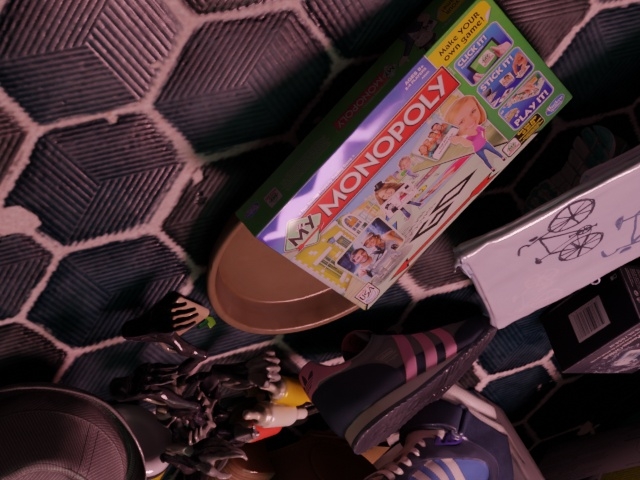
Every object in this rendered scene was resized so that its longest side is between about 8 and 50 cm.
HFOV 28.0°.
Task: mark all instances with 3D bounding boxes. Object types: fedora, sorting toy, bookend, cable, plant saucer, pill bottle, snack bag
[{"bbox_3d":[-0.320,0.282,1.387,0.275,0.124,0.243,-34,117,18],"label":"fedora"},{"bbox_3d":[-0.155,0.091,1.435,0.062,0.012,0.083,-38,145,17],"label":"sorting toy"},{"bbox_3d":[0.498,0.235,2.036,0.156,0.072,0.157,-37,146,13],"label":"bookend"},{"bbox_3d":[-0.005,0.218,1.652,0.287,0.072,0.139,5,132,-40],"label":"cable"},{"bbox_3d":[0.000,0.000,1.406,0.278,0.041,0.278,-19,144,-14],"label":"plant saucer"},{"bbox_3d":[-0.253,0.287,1.536,0.103,0.103,0.184,1,136,-36],"label":"pill bottle"},{"bbox_3d":[0.325,-0.016,1.518,0.343,0.037,0.323,-29,157,5],"label":"snack bag"}]

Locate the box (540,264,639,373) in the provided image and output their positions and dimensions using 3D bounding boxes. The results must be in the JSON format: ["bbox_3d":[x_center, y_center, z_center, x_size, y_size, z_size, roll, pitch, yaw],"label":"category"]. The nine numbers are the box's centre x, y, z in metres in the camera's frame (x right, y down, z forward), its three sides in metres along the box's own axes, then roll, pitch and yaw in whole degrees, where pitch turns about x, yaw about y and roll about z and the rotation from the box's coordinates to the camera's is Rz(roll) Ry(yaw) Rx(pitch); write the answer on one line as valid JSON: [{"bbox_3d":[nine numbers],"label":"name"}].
[{"bbox_3d":[0.422,0.112,1.779,0.158,0.093,0.156,4,147,-39],"label":"box"}]

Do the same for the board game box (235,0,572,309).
[{"bbox_3d":[0.090,-0.089,1.293,0.317,0.046,0.213,-47,140,7],"label":"board game box"}]

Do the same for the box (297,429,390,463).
[{"bbox_3d":[-0.017,0.347,1.855,0.164,0.021,0.201,14,127,-45],"label":"box"}]

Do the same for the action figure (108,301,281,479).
[{"bbox_3d":[-0.126,0.190,1.438,0.141,0.164,0.275,1,149,21],"label":"action figure"}]

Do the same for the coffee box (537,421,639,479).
[{"bbox_3d":[0.520,0.493,1.966,0.338,0.337,0.334,-24,-171,33],"label":"coffee box"}]

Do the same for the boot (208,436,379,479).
[{"bbox_3d":[-0.066,0.368,1.751,0.283,0.109,0.220,12,133,-33],"label":"boot"}]

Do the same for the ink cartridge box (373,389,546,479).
[{"bbox_3d":[0.187,0.382,1.891,0.273,0.197,0.114,-39,145,15],"label":"ink cartridge box"}]

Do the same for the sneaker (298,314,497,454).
[{"bbox_3d":[0.104,0.144,1.620,0.319,0.131,0.112,-25,151,-49],"label":"sneaker"}]

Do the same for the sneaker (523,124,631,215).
[{"bbox_3d":[0.311,-0.063,1.532,0.076,0.065,0.166,3,136,-43],"label":"sneaker"}]

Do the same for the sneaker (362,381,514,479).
[{"bbox_3d":[0.117,0.285,1.705,0.323,0.236,0.130,4,154,-34],"label":"sneaker"}]
